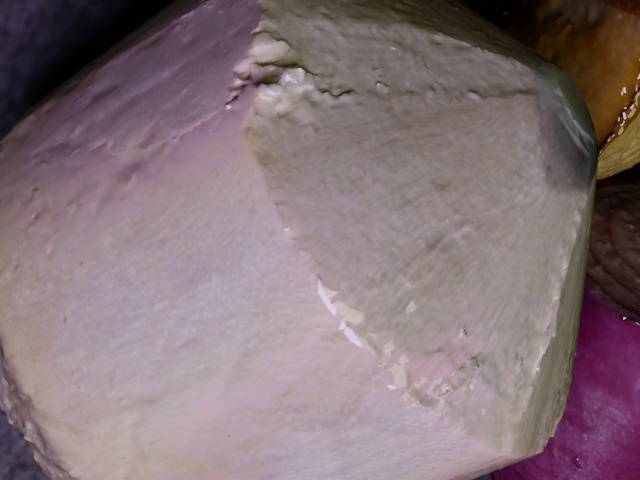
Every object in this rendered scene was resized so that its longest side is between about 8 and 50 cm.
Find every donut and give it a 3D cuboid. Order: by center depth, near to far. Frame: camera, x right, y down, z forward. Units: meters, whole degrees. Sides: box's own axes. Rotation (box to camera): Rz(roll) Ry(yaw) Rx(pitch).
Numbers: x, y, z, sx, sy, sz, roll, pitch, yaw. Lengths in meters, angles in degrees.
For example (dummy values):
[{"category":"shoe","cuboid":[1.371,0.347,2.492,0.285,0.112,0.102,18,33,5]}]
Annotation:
[{"category":"donut","cuboid":[0.129,-0.105,0.934,0.085,0.141,0.217,9,112,-45]}]

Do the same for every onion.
[{"category":"onion","cuboid":[0.202,0.094,1.010,0.272,0.256,0.230,-58,162,-52]}]

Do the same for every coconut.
[{"category":"coconut","cuboid":[0.000,0.000,0.807,0.244,0.239,0.239,-32,136,25]}]
